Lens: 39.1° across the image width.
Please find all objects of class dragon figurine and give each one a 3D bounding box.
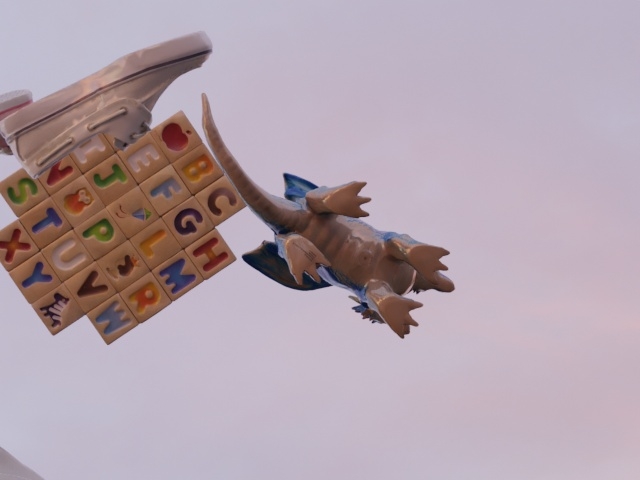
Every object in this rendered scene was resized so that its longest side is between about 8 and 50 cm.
[{"bbox_3d":[0.000,0.000,0.689,0.289,0.144,0.085,29,-97,-23],"label":"dragon figurine"}]

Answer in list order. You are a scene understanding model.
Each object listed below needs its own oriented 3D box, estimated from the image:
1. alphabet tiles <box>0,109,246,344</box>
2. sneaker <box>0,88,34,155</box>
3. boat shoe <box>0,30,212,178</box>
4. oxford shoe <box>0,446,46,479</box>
[{"bbox_3d":[-0.296,-0.026,1.314,0.343,0.285,0.011,-34,3,-2],"label":"alphabet tiles"},{"bbox_3d":[-0.380,-0.119,1.019,0.134,0.051,0.070,-29,-56,-37],"label":"sneaker"},{"bbox_3d":[-0.088,-0.056,0.389,0.100,0.035,0.035,-25,-81,3],"label":"boat shoe"},{"bbox_3d":[-0.276,0.257,0.765,0.130,0.169,0.449,-11,-45,32],"label":"oxford shoe"}]
